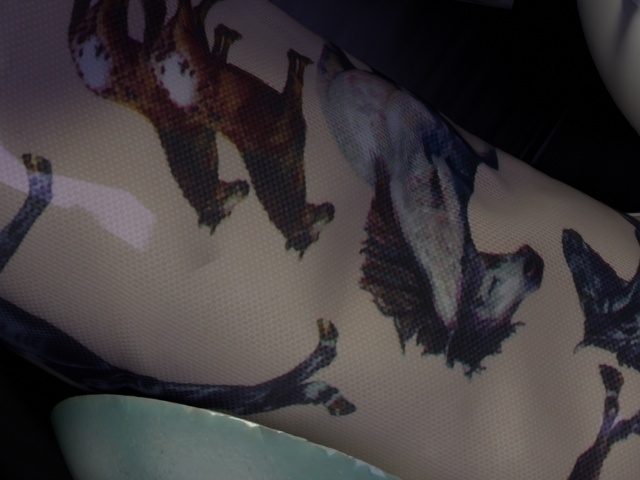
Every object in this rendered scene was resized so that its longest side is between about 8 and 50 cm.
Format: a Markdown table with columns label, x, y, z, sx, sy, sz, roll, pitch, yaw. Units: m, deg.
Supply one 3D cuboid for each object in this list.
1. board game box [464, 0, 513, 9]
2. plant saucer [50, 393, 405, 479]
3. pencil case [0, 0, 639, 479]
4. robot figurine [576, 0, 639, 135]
| label | x | y | z | sx | sy | sz | roll | pitch | yaw |
| --- | --- | --- | --- | --- | --- | --- | --- | --- | --- |
| board game box | 0.030 | -0.203 | 0.450 | 0.053 | 0.305 | 0.193 | 15 | 93 | 21 |
| plant saucer | -0.016 | 0.116 | 0.512 | 0.195 | 0.195 | 0.037 | 29 | 64 | -20 |
| pencil case | 0.000 | 0.000 | 0.521 | 0.410 | 0.160 | 0.183 | 29 | 65 | -20 |
| robot figurine | 0.240 | -0.137 | 0.538 | 0.353 | 0.199 | 0.300 | -38 | 76 | -25 |
